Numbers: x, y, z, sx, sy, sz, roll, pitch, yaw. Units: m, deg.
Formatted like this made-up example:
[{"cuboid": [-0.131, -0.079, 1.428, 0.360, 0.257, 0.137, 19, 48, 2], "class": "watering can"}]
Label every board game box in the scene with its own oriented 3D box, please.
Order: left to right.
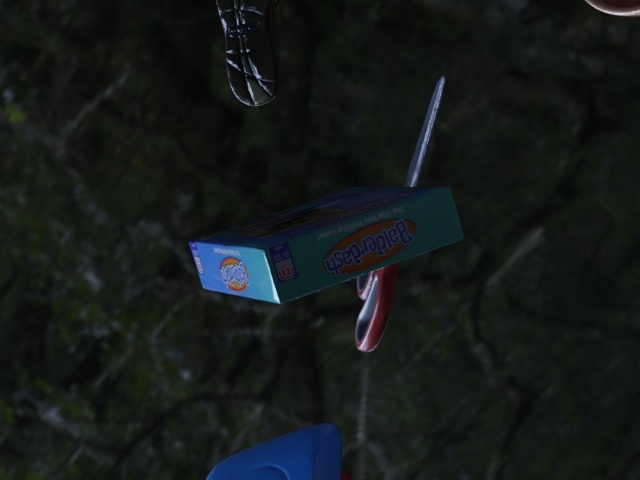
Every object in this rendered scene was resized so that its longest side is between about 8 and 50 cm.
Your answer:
[{"cuboid": [0.000, 0.000, 1.482, 0.160, 0.210, 0.047, -19, -83, -17], "class": "board game box"}]

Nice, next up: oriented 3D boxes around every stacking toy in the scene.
[{"cuboid": [0.023, 0.323, 1.748, 0.302, 0.165, 0.175, 43, -144, -37], "class": "stacking toy"}]

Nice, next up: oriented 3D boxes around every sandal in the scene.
[{"cuboid": [-0.074, -0.275, 2.238, 0.060, 0.090, 0.219, -19, -75, -58], "class": "sandal"}]

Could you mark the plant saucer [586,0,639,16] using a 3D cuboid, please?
[{"cuboid": [0.305, -0.301, 1.686, 0.037, 0.200, 0.200, 10, -134, -38], "class": "plant saucer"}]

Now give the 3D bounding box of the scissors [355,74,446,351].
[{"cuboid": [0.074, -0.013, 1.637, 0.021, 0.297, 0.109, 10, -128, -10], "class": "scissors"}]
